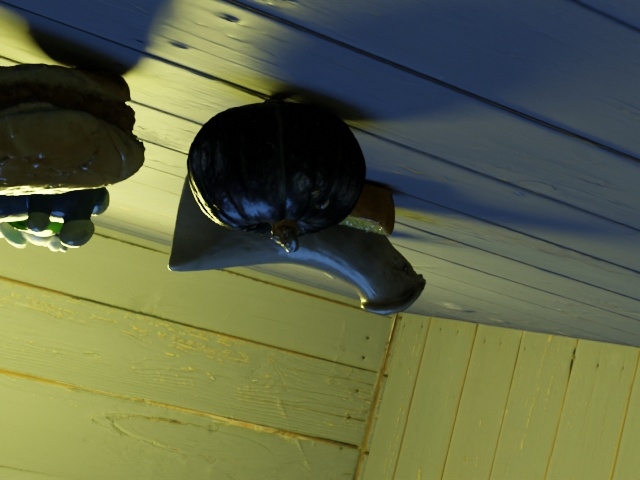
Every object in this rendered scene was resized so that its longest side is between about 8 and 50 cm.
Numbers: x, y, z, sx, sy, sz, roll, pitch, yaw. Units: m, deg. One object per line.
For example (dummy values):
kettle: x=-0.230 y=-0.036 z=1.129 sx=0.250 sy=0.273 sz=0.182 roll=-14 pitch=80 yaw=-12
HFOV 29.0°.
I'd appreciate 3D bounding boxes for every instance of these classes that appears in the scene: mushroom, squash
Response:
mushroom: x=-0.026 y=0.002 z=1.885 sx=0.397 sy=0.177 sz=0.126 roll=12 pitch=166 yaw=-11
squash: x=-0.045 y=-0.072 z=1.300 sx=0.193 sy=0.156 sz=0.193 roll=-1 pitch=-166 yaw=0

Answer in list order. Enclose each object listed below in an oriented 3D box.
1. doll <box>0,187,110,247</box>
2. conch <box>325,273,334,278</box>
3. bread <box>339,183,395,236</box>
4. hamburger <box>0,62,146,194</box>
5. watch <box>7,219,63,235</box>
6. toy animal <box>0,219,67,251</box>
doll: x=-0.511 y=-0.091 z=2.177 sx=0.258 sy=0.154 sz=0.228 roll=3 pitch=-150 yaw=7
conch: x=-0.002 y=0.010 z=2.296 sx=0.176 sy=0.094 sz=0.104 roll=17 pitch=-145 yaw=18
bread: x=0.020 y=-0.055 z=1.739 sx=0.187 sy=0.065 sz=0.103 roll=10 pitch=175 yaw=27
hamburger: x=-0.337 y=-0.117 z=1.365 sx=0.283 sy=0.145 sz=0.259 roll=-9 pitch=-179 yaw=-31
watch: x=-0.551 y=-0.089 z=2.382 sx=0.165 sy=0.152 sz=0.131 roll=10 pitch=176 yaw=20
toy animal: x=-0.630 y=-0.078 z=2.619 sx=0.289 sy=0.174 sz=0.249 roll=5 pitch=-173 yaw=-15
